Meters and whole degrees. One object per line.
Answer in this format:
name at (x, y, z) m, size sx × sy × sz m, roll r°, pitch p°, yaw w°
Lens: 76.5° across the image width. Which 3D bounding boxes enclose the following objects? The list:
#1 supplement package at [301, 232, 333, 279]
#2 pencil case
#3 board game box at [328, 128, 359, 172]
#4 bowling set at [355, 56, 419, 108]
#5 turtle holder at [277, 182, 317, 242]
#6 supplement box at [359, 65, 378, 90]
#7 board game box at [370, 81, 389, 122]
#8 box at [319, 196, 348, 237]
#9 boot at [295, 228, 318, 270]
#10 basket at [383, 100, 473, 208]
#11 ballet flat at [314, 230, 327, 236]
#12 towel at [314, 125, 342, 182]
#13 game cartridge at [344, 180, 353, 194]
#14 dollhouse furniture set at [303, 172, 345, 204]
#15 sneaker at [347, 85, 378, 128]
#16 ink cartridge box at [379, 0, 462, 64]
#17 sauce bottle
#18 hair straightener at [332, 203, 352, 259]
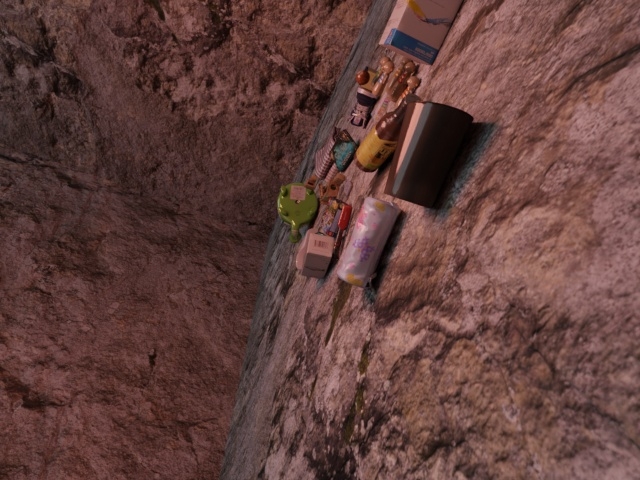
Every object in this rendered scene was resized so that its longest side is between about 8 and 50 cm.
supplement package at (-0.015, 0.069, 1.718) m, size 0.179 × 0.105 × 0.105 m, roll 106°, pitch 173°, yaw -52°
pencil case at (0.143, 0.007, 1.209) m, size 0.273 × 0.113 × 0.124 m, roll -70°, pitch 22°, yaw 4°
board game box at (0.112, -0.438, 1.994) m, size 0.126 × 0.026 × 0.186 m, roll 57°, pitch 147°, yaw 12°
bowling set at (0.249, -0.618, 1.511) m, size 0.287 × 0.200 × 0.154 m, roll -97°, pitch 30°, yaw -54°
turtle holder at (-0.123, -0.170, 2.395) m, size 0.227 × 0.243 × 0.320 m, roll 102°, pitch 143°, yaw -73°
supplement box at (0.246, -0.796, 2.003) m, size 0.056 × 0.083 × 0.083 m, roll -85°, pitch 20°, yaw -48°
board game box at (0.269, -0.599, 1.753) m, size 0.103 × 0.026 × 0.154 m, roll -92°, pitch 25°, yaw -58°
box at (0.057, -0.113, 1.883) m, size 0.233 × 0.044 × 0.159 m, roll -131°, pitch 61°, yaw -75°
boot at (-0.072, 0.068, 2.091) m, size 0.123 × 0.095 × 0.258 m, roll 118°, pitch 174°, yaw -55°
basket at (0.252, -0.205, 1.000) m, size 0.204 × 0.154 × 0.227 m, roll -119°, pitch 46°, yaw -74°
ballet flat at (0.000, 0.000, 1.906) m, size 0.203 × 0.074 × 0.074 m, roll -137°, pitch 67°, yaw -83°
towel at (0.059, -0.480, 2.237) m, size 0.284 × 0.121 × 0.235 m, roll -90°, pitch 24°, yaw -55°
game cartridge at (0.127, -0.242, 1.847) m, size 0.083 × 0.017 × 0.056 m, roll -103°, pitch 31°, yaw -67°
dollhouse furniture set at (0.011, -0.274, 2.047) m, size 0.182 × 0.161 × 0.101 m, roll 137°, pitch 150°, yaw -65°
sneaker at (0.191, -0.605, 1.866) m, size 0.282 × 0.099 × 0.153 m, roll -59°, pitch -6°, yaw -78°
ink cartridge box at (0.336, -0.744, 1.369) m, size 0.171 × 0.168 × 0.233 m, roll -99°, pitch 31°, yaw -63°
sauce bottle at (0.228, -0.360, 1.390) m, size 0.344 × 0.111 × 0.111 m, roll 132°, pitch 154°, yaw -61°
hair straightener at (0.088, -0.029, 1.675) m, size 0.089 × 0.047 × 0.230 m, roll 87°, pitch -166°, yaw -79°
